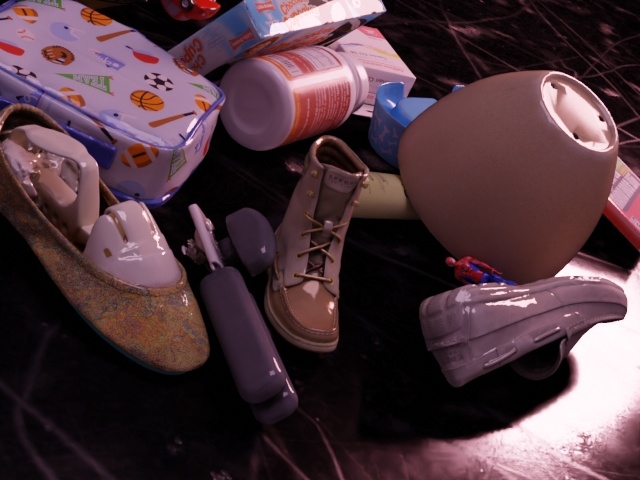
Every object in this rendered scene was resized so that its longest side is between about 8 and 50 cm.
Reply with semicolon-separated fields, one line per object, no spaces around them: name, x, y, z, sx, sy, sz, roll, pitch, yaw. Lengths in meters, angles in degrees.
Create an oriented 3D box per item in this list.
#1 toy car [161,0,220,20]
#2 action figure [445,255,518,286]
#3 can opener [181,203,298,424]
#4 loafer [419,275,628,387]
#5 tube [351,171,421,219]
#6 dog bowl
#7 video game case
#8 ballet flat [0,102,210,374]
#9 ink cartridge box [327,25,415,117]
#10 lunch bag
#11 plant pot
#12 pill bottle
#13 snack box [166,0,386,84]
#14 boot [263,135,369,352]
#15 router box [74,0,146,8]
toy car;-0.263;-0.419;1.727;0.239;0.053;0.225;22;30;-8
action figure;0.206;0.050;1.365;0.115;0.038;0.030;28;13;3
can opener;-0.075;0.055;1.097;0.093;0.074;0.280;-25;44;3
loafer;0.242;0.103;1.262;0.319;0.112;0.111;-4;78;-37
tube;0.100;-0.059;1.438;0.240;0.062;0.070;3;78;-41
dog bowl;0.195;-0.158;1.640;0.297;0.074;0.166;-4;42;-39
video game case;0.418;-0.116;1.698;0.285;0.025;0.204;47;29;6
ballet flat;-0.223;-0.015;1.077;0.348;0.123;0.123;43;35;26
ink cartridge box;0.068;-0.265;1.716;0.115;0.067;0.198;5;36;-31
lunch bag;-0.275;-0.164;1.271;0.303;0.115;0.243;26;32;0
plant pot;0.269;-0.108;1.425;0.284;0.191;0.284;20;47;-24
pill bottle;-0.029;-0.197;1.491;0.121;0.121;0.216;38;32;20
snack box;-0.066;-0.285;1.537;0.322;0.187;0.060;-27;92;-53
boot;0.000;0.000;1.164;0.077;0.165;0.213;14;31;-17
router box;-0.404;-0.352;1.386;0.309;0.081;0.243;2;6;-34
